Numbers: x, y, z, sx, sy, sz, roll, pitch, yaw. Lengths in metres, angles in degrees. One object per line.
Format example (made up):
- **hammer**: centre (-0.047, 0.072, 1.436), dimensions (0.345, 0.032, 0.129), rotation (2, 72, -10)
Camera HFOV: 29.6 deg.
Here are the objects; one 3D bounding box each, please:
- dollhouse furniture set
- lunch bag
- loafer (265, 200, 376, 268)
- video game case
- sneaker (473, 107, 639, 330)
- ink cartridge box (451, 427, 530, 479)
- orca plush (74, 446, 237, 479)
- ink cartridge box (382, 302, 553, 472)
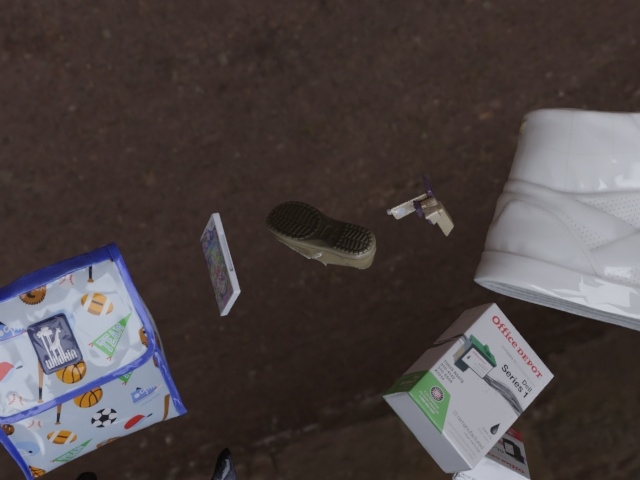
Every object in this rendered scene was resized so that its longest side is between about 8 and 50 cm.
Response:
- **dollhouse furniture set**: centre (0.162, -0.025, 1.933), dimensions (0.081, 0.091, 0.114), rotation (-26, 134, 13)
- **lunch bag**: centre (-0.441, 0.200, 2.093), dimensions (0.327, 0.239, 0.385), rotation (-23, 137, -10)
- **loafer**: centre (0.000, 0.000, 1.371), dimensions (0.056, 0.148, 0.050), rotation (-49, 143, -24)
- **video game case**: centre (-0.141, 0.034, 1.696), dimensions (0.011, 0.122, 0.087), rotation (-8, 158, -21)
- **sneaker**: centre (0.275, -0.011, 0.901), dimensions (0.292, 0.169, 0.108), rotation (16, 171, -5)
- **ink cartridge box**: centre (0.309, 0.396, 2.229), dimensions (0.072, 0.127, 0.175), rotation (-60, -172, 19)
- **orca plush**: centre (-0.235, 0.292, 1.361), dimensions (0.287, 0.102, 0.151), rotation (-24, 155, -17)
- **ink cartridge box**: centre (0.230, 0.225, 1.869), dimensions (0.219, 0.160, 0.092), rotation (-43, -173, -27)
